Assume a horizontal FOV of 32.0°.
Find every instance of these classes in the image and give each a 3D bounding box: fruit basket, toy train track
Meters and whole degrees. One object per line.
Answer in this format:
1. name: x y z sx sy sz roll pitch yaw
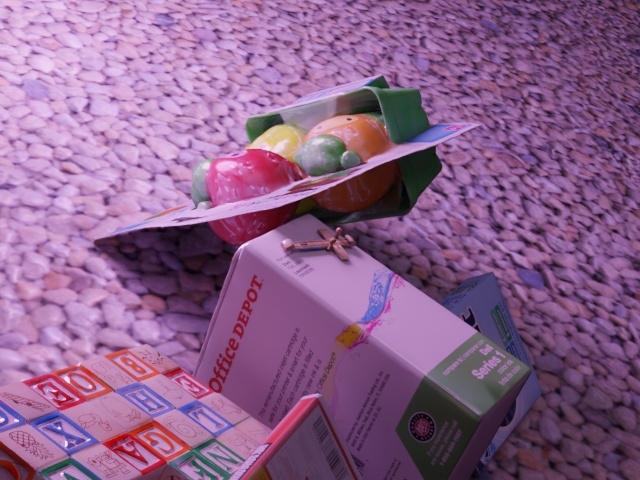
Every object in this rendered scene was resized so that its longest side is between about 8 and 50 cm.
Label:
1. fruit basket: -0.041 -0.083 1.287 0.353 0.165 0.327 -18 7 -43
2. toy train track: 0.000 0.000 1.063 0.083 0.014 0.048 -5 40 -36

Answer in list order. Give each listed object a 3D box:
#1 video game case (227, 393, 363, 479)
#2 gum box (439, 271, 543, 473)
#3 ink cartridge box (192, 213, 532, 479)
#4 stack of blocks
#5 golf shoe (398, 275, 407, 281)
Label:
1. video game case: -0.026 0.278 0.894 0.285 0.025 0.204 -41 109 -56
2. gum box: 0.166 0.142 1.220 0.184 0.041 0.157 -36 105 -52
3. ink cartridge box: 0.030 0.135 1.086 0.278 0.201 0.117 36 35 20
4. stack of blocks: -0.166 0.186 0.915 0.171 0.087 0.297 33 13 15
5. golf shoe: 0.083 0.103 1.280 0.086 0.067 0.186 -1 41 -29
